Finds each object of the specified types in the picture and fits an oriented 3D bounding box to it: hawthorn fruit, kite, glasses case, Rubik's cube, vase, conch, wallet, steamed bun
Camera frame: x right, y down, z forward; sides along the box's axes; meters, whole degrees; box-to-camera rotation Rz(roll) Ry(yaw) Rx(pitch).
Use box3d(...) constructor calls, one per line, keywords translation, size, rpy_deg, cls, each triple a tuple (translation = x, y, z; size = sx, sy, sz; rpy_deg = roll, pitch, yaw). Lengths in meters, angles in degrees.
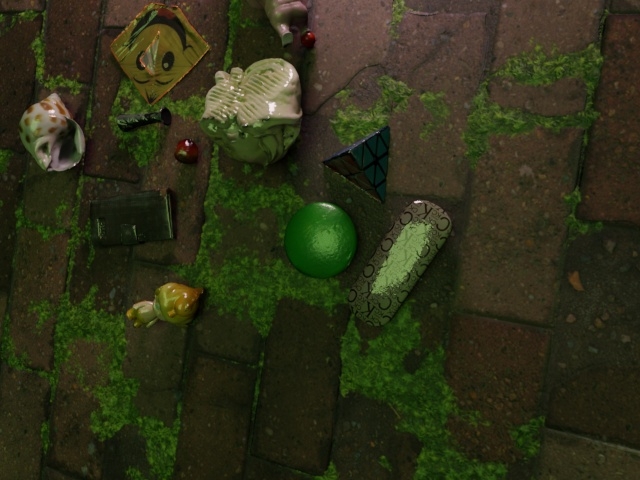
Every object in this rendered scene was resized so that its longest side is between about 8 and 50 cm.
box3d(translation=(-0.406, -0.270, 1.373), size=(0.077, 0.077, 0.077), rpy_deg=(0, 89, 17), cls="hawthorn fruit")
box3d(translation=(-0.519, -0.591, 1.443), size=(0.377, 0.013, 0.328), rpy_deg=(10, 93, 15), cls="kite")
box3d(translation=(0.201, 0.059, 1.170), size=(0.137, 0.085, 0.355), rpy_deg=(34, 98, 14), cls="glasses case")
box3d(translation=(0.109, -0.250, 1.221), size=(0.190, 0.211, 0.178), rpy_deg=(27, 74, 39), cls="Rubik's cube")
box3d(translation=(-0.556, -0.382, 1.428), size=(0.166, 0.059, 0.059), rpy_deg=(-4, 88, 17), cls="vase")
box3d(translation=(-0.876, -0.357, 1.480), size=(0.148, 0.182, 0.275), rpy_deg=(4, 88, 51), cls="conch")
box3d(translation=(-0.604, -0.070, 1.444), size=(0.316, 0.044, 0.169), rpy_deg=(-4, 89, 18), cls="wallet")
box3d(translation=(-0.162, -0.336, 1.242), size=(0.267, 0.207, 0.281), rpy_deg=(1, 62, 17), cls="steamed bun")

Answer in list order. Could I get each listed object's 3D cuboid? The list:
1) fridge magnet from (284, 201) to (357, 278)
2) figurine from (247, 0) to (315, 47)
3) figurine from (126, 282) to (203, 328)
box3d(translation=(0.000, 0.000, 1.232), size=(0.207, 0.088, 0.208), rpy_deg=(0, 89, 16), cls="fridge magnet")
box3d(translation=(-0.124, -0.651, 1.224), size=(0.176, 0.186, 0.288), rpy_deg=(-31, 96, -15), cls="figurine")
box3d(translation=(-0.462, 0.200, 1.358), size=(0.246, 0.131, 0.156), rpy_deg=(-15, 119, 15), cls="figurine")
